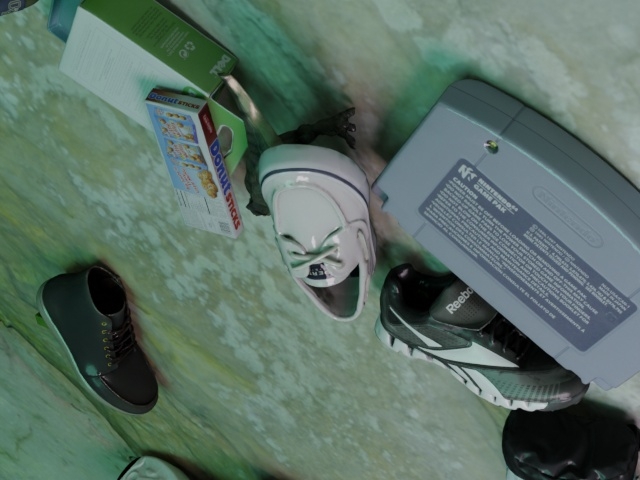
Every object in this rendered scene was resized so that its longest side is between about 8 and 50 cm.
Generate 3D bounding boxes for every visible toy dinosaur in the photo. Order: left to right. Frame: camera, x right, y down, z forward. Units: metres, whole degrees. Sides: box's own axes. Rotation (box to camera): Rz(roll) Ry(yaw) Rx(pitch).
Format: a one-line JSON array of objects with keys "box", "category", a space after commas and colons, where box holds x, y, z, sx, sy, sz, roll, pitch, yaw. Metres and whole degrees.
[{"box": [-0.023, -0.078, 1.320, 0.118, 0.064, 0.268, -2, 154, 3], "category": "toy dinosaur"}]

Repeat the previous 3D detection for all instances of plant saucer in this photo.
[{"box": [-0.235, -0.259, 1.406, 0.067, 0.018, 0.192, 38, 146, 7], "category": "plant saucer"}]

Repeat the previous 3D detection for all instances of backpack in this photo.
[{"box": [0.249, 0.256, 1.395, 0.152, 0.115, 0.182, 17, 140, 28], "category": "backpack"}]

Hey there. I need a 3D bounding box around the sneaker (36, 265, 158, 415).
[{"box": [-0.267, 0.134, 1.792, 0.118, 0.083, 0.222, -18, 115, 48], "category": "sneaker"}]

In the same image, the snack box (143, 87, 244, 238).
[{"box": [-0.125, -0.074, 1.389, 0.064, 0.022, 0.178, 16, 143, 25], "category": "snack box"}]

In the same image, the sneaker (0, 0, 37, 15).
[{"box": [-0.368, -0.299, 1.429, 0.192, 0.086, 0.064, 37, 145, 8], "category": "sneaker"}]

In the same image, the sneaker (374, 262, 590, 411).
[{"box": [0.150, 0.088, 1.345, 0.234, 0.078, 0.106, 23, 143, 29], "category": "sneaker"}]

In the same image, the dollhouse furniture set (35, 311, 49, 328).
[{"box": [-0.332, 0.144, 1.885, 0.076, 0.058, 0.152, 20, 139, 29], "category": "dollhouse furniture set"}]

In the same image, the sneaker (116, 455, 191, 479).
[{"box": [-0.150, 0.459, 1.983, 0.323, 0.130, 0.236, 39, 175, 46], "category": "sneaker"}]

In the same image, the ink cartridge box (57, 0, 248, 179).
[{"box": [-0.150, -0.160, 1.380, 0.209, 0.062, 0.109, 34, 145, -1], "category": "ink cartridge box"}]

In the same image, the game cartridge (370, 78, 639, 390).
[{"box": [0.196, -0.005, 1.227, 0.294, 0.060, 0.196, 41, 148, 2], "category": "game cartridge"}]

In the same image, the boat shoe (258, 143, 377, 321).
[{"box": [0.000, 0.000, 1.306, 0.096, 0.088, 0.267, -1, 156, 7], "category": "boat shoe"}]
